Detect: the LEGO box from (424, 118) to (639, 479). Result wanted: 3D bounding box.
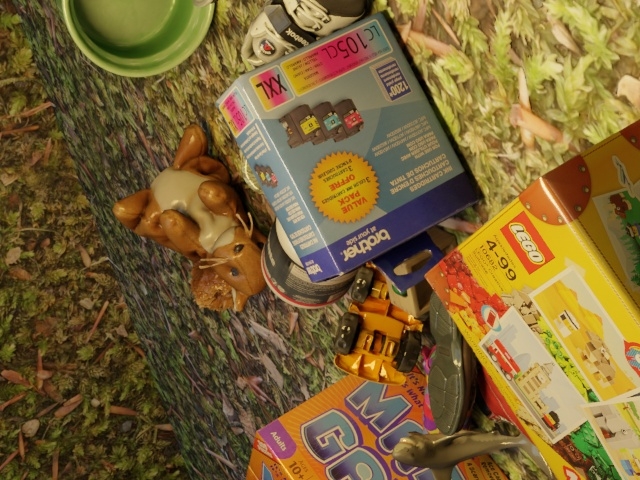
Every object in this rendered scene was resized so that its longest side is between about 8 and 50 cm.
[{"bbox_3d":[0.400,0.156,1.285,0.500,0.193,0.372,57,156,9],"label":"LEGO box"}]

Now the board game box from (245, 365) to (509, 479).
[{"bbox_3d":[0.096,0.505,2.068,0.356,0.356,0.356,51,153,23],"label":"board game box"}]

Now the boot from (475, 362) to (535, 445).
[{"bbox_3d":[0.342,0.297,1.696,0.244,0.088,0.176,57,158,30],"label":"boot"}]

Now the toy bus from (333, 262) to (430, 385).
[{"bbox_3d":[0.116,0.134,1.886,0.211,0.149,0.220,-85,12,-84],"label":"toy bus"}]

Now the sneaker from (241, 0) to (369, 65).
[{"bbox_3d":[-0.034,-0.345,1.628,0.122,0.146,0.330,40,164,-15],"label":"sneaker"}]

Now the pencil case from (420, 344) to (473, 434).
[{"bbox_3d":[0.234,0.285,1.879,0.104,0.104,0.236,40,149,39],"label":"pencil case"}]

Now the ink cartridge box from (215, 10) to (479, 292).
[{"bbox_3d":[0.056,-0.112,1.580,0.395,0.270,0.151,62,161,-3],"label":"ink cartridge box"}]

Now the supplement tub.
[{"bbox_3d":[0.000,0.000,1.913,0.191,0.191,0.272,55,156,14],"label":"supplement tub"}]

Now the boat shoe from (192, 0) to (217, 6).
[{"bbox_3d":[-0.150,-0.465,1.716,0.302,0.091,0.114,-177,80,-68],"label":"boat shoe"}]

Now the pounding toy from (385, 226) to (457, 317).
[{"bbox_3d":[0.151,0.044,1.723,0.100,0.141,0.130,30,141,51],"label":"pounding toy"}]

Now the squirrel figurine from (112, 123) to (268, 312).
[{"bbox_3d":[-0.228,0.002,2.367,0.370,0.281,0.397,37,163,23],"label":"squirrel figurine"}]

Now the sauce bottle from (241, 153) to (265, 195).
[{"bbox_3d":[-0.084,-0.148,1.880,0.344,0.111,0.111,-101,-15,-82],"label":"sauce bottle"}]

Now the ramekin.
[{"bbox_3d":[-0.375,-0.487,2.011,0.148,0.303,0.303,38,148,55],"label":"ramekin"}]

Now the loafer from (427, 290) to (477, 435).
[{"bbox_3d":[0.238,0.201,1.715,0.096,0.084,0.267,28,125,57],"label":"loafer"}]

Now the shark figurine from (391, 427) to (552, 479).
[{"bbox_3d":[0.256,0.392,1.814,0.166,0.278,0.116,133,135,-82],"label":"shark figurine"}]
